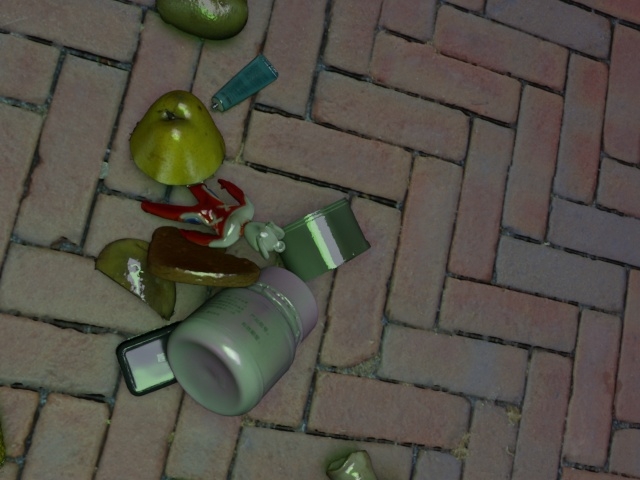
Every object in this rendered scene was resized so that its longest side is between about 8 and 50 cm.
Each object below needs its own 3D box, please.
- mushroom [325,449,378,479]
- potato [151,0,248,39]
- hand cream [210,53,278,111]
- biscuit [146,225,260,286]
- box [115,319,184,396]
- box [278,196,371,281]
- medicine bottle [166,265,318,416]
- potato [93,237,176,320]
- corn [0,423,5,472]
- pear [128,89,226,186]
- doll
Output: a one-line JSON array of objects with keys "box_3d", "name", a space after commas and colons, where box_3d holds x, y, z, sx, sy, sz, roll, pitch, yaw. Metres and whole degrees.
[{"box_3d": [0.132, 0.683, 1.526, 0.298, 0.297, 0.289, -5, 61, -17], "name": "mushroom"}, {"box_3d": [-0.316, -0.622, 1.583, 0.252, 0.159, 0.174, 0, 60, -8], "name": "potato"}, {"box_3d": [-0.216, -0.426, 1.654, 0.224, 0.048, 0.083, -43, 97, -23], "name": "hand cream"}, {"box_3d": [-0.287, 0.044, 1.466, 0.262, 0.277, 0.052, 6, 110, -15], "name": "biscuit"}, {"box_3d": [-0.395, 0.291, 1.490, 0.201, 0.090, 0.144, -18, 90, -18], "name": "box"}, {"box_3d": [0.000, 0.000, 1.570, 0.226, 0.226, 0.149, -26, 92, -18], "name": "box"}, {"box_3d": [-0.175, 0.227, 1.434, 0.256, 0.256, 0.325, 53, 42, -5], "name": "medicine bottle"}, {"box_3d": [-0.434, 0.082, 1.499, 0.243, 0.098, 0.138, 39, 73, -11], "name": "potato"}, {"box_3d": [-0.785, 0.383, 1.353, 0.106, 0.106, 0.304, -11, 87, -18], "name": "corn"}, {"box_3d": [-0.346, -0.282, 1.481, 0.267, 0.178, 0.266, 9, 52, -11], "name": "pear"}, {"box_3d": [-0.252, -0.063, 1.494, 0.384, 0.099, 0.188, 26, 71, 19], "name": "doll"}]
